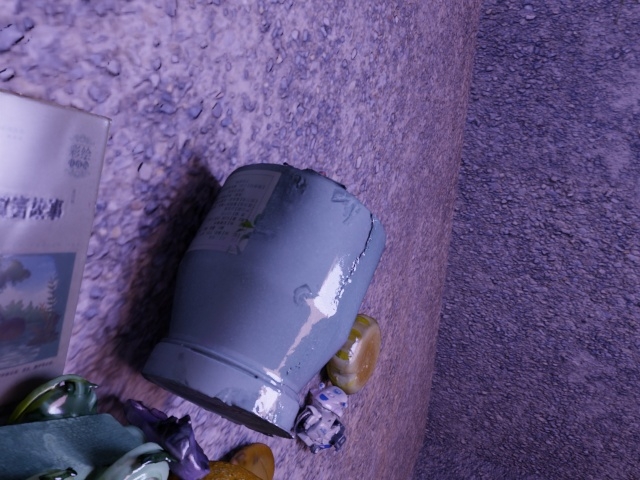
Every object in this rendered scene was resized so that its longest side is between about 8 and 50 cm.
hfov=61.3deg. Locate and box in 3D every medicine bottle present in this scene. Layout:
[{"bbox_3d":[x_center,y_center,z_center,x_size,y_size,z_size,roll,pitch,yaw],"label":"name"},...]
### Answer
[{"bbox_3d":[-0.072,0.082,0.703,0.245,0.245,0.290,68,40,-55],"label":"medicine bottle"}]

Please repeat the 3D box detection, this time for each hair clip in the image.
[{"bbox_3d":[-0.175,0.223,0.640,0.052,0.124,0.195,-46,-178,-20],"label":"hair clip"}]

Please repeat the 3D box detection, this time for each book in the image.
[{"bbox_3d":[-0.284,0.016,0.449,0.215,0.025,0.282,-3,106,-66],"label":"book"}]

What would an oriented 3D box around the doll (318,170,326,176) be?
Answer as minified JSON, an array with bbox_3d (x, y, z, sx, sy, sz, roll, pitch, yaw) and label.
[{"bbox_3d":[0.000,0.000,1.032,0.211,0.093,0.261,-29,120,-70],"label":"doll"}]

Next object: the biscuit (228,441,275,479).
[{"bbox_3d":[-0.141,0.465,0.961,0.260,0.041,0.203,53,52,-63],"label":"biscuit"}]

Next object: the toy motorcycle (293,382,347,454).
[{"bbox_3d":[0.010,0.432,1.301,0.150,0.102,0.221,-45,144,-19],"label":"toy motorcycle"}]

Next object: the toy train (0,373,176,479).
[{"bbox_3d":[-0.254,0.223,0.443,0.188,0.159,0.272,-59,158,-1],"label":"toy train"}]

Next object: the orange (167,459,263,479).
[{"bbox_3d":[-0.156,0.414,0.661,0.274,0.274,0.274,12,90,-68],"label":"orange"}]

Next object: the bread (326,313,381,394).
[{"bbox_3d":[0.080,0.281,1.363,0.213,0.105,0.213,-35,134,-46],"label":"bread"}]
